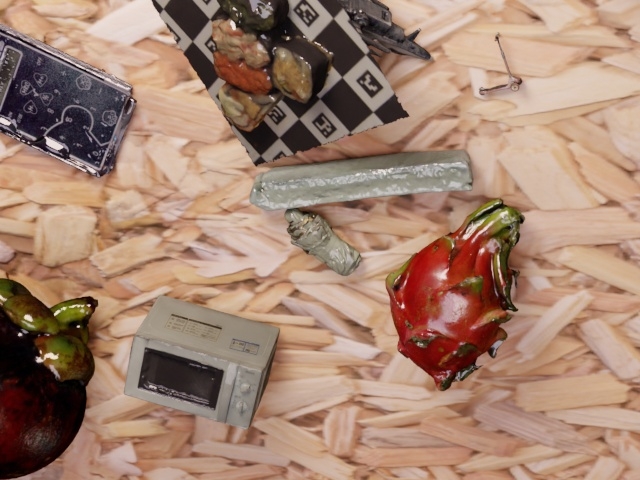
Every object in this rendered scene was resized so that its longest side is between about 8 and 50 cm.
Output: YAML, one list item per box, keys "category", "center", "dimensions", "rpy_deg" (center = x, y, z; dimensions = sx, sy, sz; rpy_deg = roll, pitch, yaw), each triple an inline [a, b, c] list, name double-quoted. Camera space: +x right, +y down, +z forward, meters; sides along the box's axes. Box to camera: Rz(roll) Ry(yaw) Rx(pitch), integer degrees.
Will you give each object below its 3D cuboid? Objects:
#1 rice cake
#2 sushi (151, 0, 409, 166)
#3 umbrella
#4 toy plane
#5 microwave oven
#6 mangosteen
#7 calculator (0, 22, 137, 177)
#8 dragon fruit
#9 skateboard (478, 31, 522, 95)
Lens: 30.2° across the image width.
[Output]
- category: "rice cake"
  center: [0.058, -0.089, 1.763]
  dimensions: [0.336, 0.066, 0.063]
  rpy_deg: [-3, 114, 12]
- category: "sushi"
  center: [-0.091, -0.248, 1.626]
  dimensions: [0.339, 0.069, 0.320]
  rpy_deg: [-13, 115, 48]
- category: "umbrella"
  center: [0.000, 0.000, 1.817]
  dimensions: [0.143, 0.062, 0.067]
  rpy_deg: [43, 145, -17]
- category: "toy plane"
  center: [0.069, -0.304, 1.638]
  dimensions: [0.234, 0.160, 0.082]
  rpy_deg: [14, 144, -19]
- category: "microwave oven"
  center: [-0.185, 0.192, 1.876]
  dimensions: [0.208, 0.162, 0.122]
  rpy_deg: [16, 115, 3]
- category: "mangosteen"
  center: [-0.504, 0.229, 1.890]
  dimensions: [0.311, 0.311, 0.311]
  rpy_deg: [4, 114, 8]
- category: "calculator"
  center: [-0.422, -0.217, 1.809]
  dimensions: [0.274, 0.028, 0.165]
  rpy_deg: [25, 115, -2]
- category: "dragon fruit"
  center: [0.221, 0.083, 1.759]
  dimensions: [0.269, 0.198, 0.200]
  rpy_deg: [-37, 93, 8]
- category: "skateboard"
  center: [0.246, -0.249, 1.683]
  dimensions: [0.064, 0.032, 0.083]
  rpy_deg: [-10, 115, 25]
